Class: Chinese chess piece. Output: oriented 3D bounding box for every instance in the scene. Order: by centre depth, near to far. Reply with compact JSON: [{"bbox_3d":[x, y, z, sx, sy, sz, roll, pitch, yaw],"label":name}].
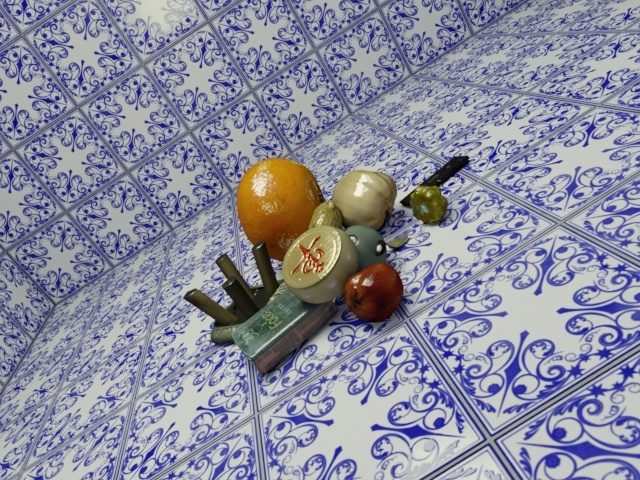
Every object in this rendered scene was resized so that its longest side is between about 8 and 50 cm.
[{"bbox_3d":[-0.003,0.072,1.693,0.250,0.097,0.251,-23,46,26],"label":"Chinese chess piece"}]

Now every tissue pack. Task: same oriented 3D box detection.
[{"bbox_3d":[-0.118,0.271,1.767,0.315,0.103,0.228,-39,22,-15],"label":"tissue pack"}]

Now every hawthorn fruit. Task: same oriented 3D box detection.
[{"bbox_3d":[0.160,0.153,1.590,0.173,0.174,0.179,-22,-2,25],"label":"hawthorn fruit"}]

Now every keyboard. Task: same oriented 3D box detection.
[{"bbox_3d":[0.448,-0.232,2.143,0.317,0.027,0.106,-38,19,-12],"label":"keyboard"}]

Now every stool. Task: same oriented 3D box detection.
[{"bbox_3d":[-0.295,0.192,2.009,0.310,0.226,0.310,-19,26,38],"label":"stool"}]

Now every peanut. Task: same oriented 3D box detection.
[{"bbox_3d":[0.000,0.000,2.014,0.147,0.146,0.306,15,88,61],"label":"peanut"}]

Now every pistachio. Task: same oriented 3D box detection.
[{"bbox_3d":[0.162,-0.148,2.084,0.229,0.238,0.321,-38,2,-28],"label":"pistachio"}]

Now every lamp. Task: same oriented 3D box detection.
[{"bbox_3d":[0.106,0.060,1.813,0.244,0.198,0.198,-42,22,2],"label":"lamp"}]

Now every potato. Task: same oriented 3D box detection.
[{"bbox_3d":[0.266,0.010,1.889,0.093,0.036,0.037,-22,-20,-20],"label":"potato"}]

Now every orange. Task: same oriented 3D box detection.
[{"bbox_3d":[-0.139,-0.129,2.203,0.325,0.424,0.424,-17,27,22],"label":"orange"}]

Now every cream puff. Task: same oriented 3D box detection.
[{"bbox_3d":[0.384,-0.130,1.893,0.116,0.146,0.146,-26,16,-33],"label":"cream puff"}]
